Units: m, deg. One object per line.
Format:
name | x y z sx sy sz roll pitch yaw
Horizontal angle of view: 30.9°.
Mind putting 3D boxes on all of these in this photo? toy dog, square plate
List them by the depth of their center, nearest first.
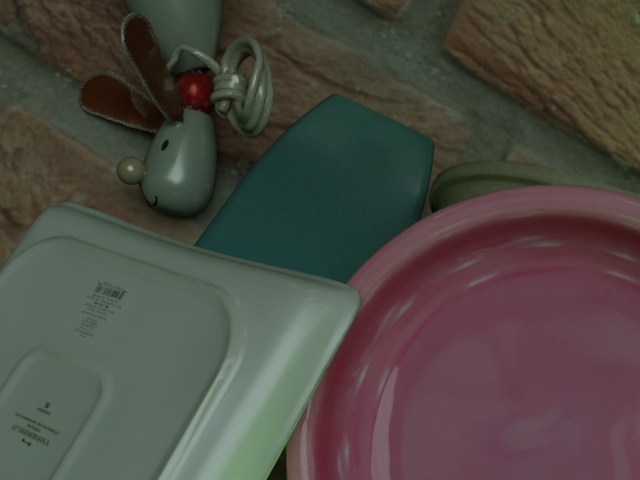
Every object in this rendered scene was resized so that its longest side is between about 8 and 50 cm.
square plate | -0.184 0.134 0.795 0.347 0.049 0.344 15 69 42
toy dog | -0.167 -0.203 1.084 0.161 0.220 0.334 5 59 -25

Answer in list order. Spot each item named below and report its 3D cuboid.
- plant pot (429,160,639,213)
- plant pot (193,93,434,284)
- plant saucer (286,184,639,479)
plant pot | 0.175 0.154 0.911 0.333 0.334 0.305 26 77 6
plant pot | 0.000 0.000 1.036 0.165 0.165 0.234 26 64 6
plant saucer | 0.145 0.134 0.733 0.332 0.084 0.332 -4 77 17
